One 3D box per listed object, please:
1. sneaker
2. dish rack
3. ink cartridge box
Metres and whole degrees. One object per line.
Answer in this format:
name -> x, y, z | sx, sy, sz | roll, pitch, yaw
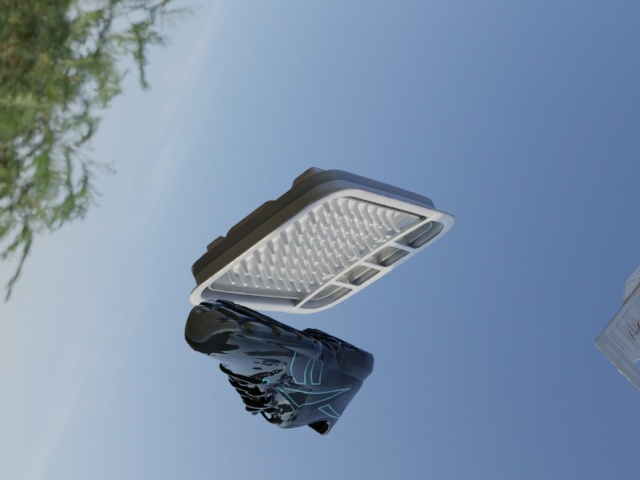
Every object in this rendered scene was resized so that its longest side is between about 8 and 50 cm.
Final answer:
sneaker -> -0.038, 0.132, 0.856 | 0.101, 0.267, 0.106 | 23, -93, 40
dish rack -> 0.000, 0.000, 1.186 | 0.285, 0.333, 0.072 | -34, -113, 26
ink cartridge box -> 0.441, 0.125, 1.076 | 0.225, 0.181, 0.056 | -42, 176, -27
